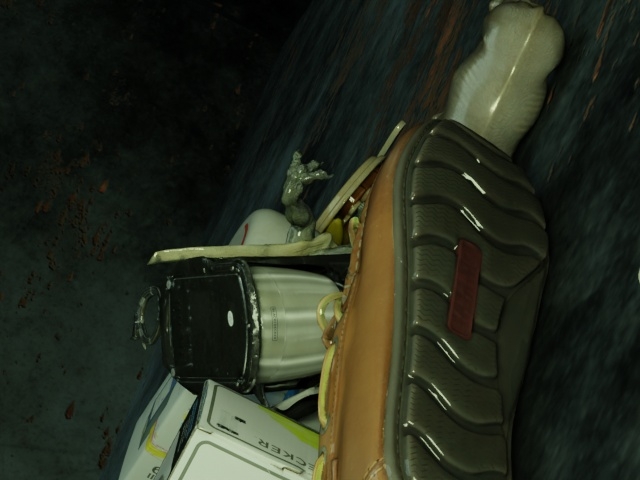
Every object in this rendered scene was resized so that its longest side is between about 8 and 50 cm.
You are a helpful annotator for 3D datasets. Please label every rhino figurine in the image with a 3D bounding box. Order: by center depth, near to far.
[{"bbox_3d":[0.120,-0.079,1.358,0.106,0.073,0.243,-146,81,-85],"label":"rhino figurine"}]

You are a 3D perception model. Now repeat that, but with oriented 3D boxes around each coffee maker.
[{"bbox_3d":[-0.020,0.054,1.304,0.171,0.178,0.120,32,116,50],"label":"coffee maker"}]

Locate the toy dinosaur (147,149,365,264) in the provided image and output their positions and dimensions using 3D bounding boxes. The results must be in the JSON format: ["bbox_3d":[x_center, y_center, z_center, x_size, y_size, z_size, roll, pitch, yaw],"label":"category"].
[{"bbox_3d":[0.000,0.000,1.391,0.064,0.268,0.118,44,112,47],"label":"toy dinosaur"}]

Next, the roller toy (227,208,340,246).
[{"bbox_3d":[-0.048,0.071,1.666,0.191,0.146,0.209,-56,11,41],"label":"roller toy"}]

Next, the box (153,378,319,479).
[{"bbox_3d":[-0.068,0.261,1.188,0.290,0.169,0.087,-63,6,16],"label":"box"}]

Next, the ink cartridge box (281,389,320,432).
[{"bbox_3d":[-0.031,0.231,1.305,0.203,0.086,0.148,-62,9,16],"label":"ink cartridge box"}]

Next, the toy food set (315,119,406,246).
[{"bbox_3d":[0.034,-0.032,1.801,0.192,0.038,0.132,-49,-5,-32],"label":"toy food set"}]

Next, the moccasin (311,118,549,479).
[{"bbox_3d":[0.064,0.068,1.114,0.147,0.139,0.380,-45,29,40],"label":"moccasin"}]

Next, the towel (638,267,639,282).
[{"bbox_3d":[0.236,-0.072,0.740,0.187,0.049,0.282,-68,10,-15],"label":"towel"}]

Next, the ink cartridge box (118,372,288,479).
[{"bbox_3d":[-0.059,0.158,1.455,0.212,0.154,0.093,-54,15,45],"label":"ink cartridge box"}]
